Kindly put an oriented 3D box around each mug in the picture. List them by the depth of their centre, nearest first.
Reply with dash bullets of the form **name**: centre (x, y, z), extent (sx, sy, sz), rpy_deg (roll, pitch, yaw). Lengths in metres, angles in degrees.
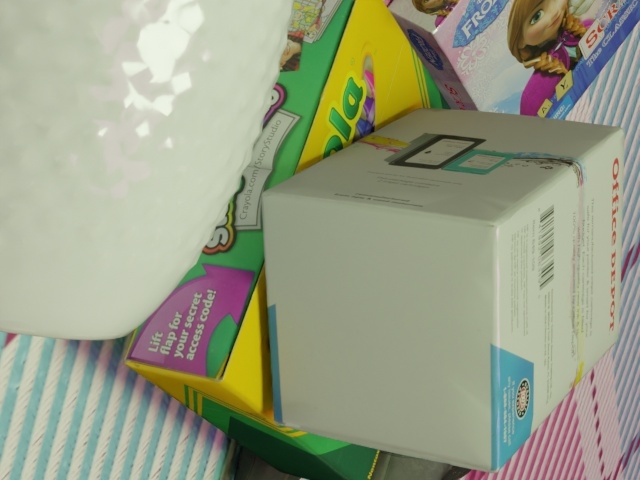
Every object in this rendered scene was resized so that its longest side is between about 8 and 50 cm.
- **mug**: centre (-0.202, -0.128, 0.878), extent (0.374, 0.276, 0.328), rpy_deg (10, 94, -21)

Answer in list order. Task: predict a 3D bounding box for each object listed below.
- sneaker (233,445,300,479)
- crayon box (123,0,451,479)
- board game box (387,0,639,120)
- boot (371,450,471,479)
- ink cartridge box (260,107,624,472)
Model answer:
- **sneaker**: centre (-0.008, 0.189, 1.583), extent (0.222, 0.083, 0.118), rpy_deg (-7, 122, -47)
- **crayon box**: centre (0.000, 0.000, 1.361), extent (0.313, 0.106, 0.363), rpy_deg (48, 56, -58)
- **board game box**: centre (0.236, -0.267, 1.611), extent (0.319, 0.066, 0.318), rpy_deg (-53, 148, -6)
- **boot**: centre (0.088, 0.202, 1.718), extent (0.338, 0.118, 0.223), rpy_deg (-46, 142, -50)
- **ink cartridge box**: centre (0.108, 0.025, 1.245), extent (0.270, 0.197, 0.198), rpy_deg (-31, 124, -55)
